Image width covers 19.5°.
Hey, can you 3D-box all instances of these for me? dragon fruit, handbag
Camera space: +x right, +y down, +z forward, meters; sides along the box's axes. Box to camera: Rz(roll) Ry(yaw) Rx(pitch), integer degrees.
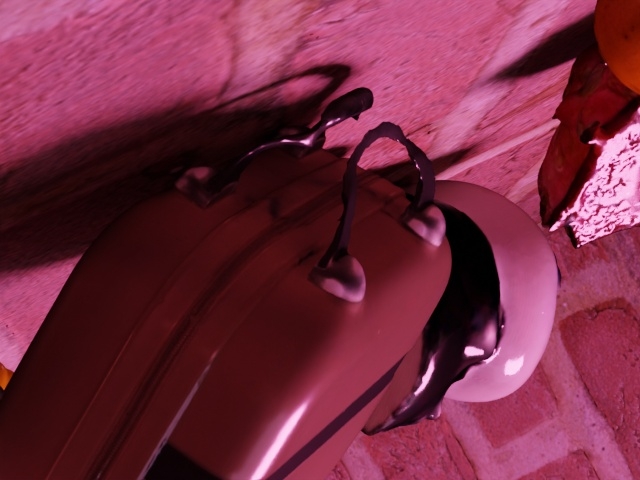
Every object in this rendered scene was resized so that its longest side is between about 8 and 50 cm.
[{"bbox_3d":[0.254,-0.102,1.293,0.262,0.163,0.189,-22,-158,-7],"label":"dragon fruit"},{"bbox_3d":[-0.036,0.042,1.028,0.283,0.149,0.302,-62,166,21],"label":"handbag"}]

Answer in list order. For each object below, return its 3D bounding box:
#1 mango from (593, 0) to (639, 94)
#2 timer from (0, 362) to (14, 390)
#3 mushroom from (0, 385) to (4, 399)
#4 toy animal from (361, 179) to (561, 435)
[{"bbox_3d":[0.210,-0.146,1.006,0.105,0.084,0.159,3,134,-45],"label":"mango"},{"bbox_3d":[-0.244,0.127,1.270,0.107,0.109,0.107,-56,-163,26],"label":"timer"},{"bbox_3d":[-0.283,0.170,0.885,0.336,0.314,0.314,-46,178,-11],"label":"mushroom"},{"bbox_3d":[0.076,0.055,1.547,0.212,0.212,0.267,-29,167,28],"label":"toy animal"}]
